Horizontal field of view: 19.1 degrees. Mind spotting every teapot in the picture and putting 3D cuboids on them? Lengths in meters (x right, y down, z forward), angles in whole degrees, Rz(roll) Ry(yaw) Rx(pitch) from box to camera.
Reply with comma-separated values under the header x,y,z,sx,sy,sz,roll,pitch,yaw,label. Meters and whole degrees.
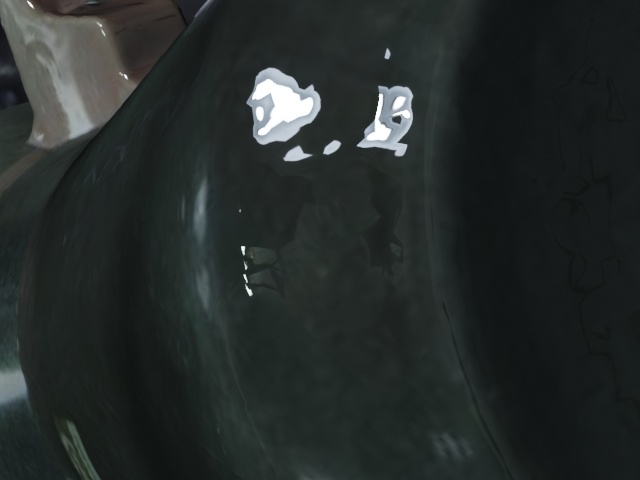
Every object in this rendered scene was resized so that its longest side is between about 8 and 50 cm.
x,y,z,sx,sy,sz,roll,pitch,yaw,label
0.000,0.000,0.582,0.253,0.344,0.300,-20,-86,-37,teapot
